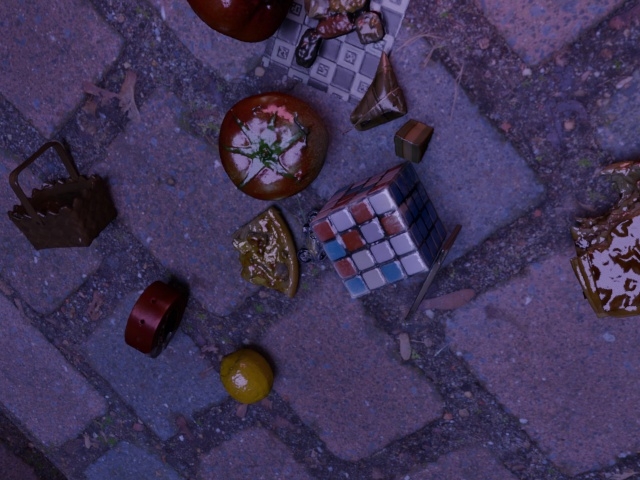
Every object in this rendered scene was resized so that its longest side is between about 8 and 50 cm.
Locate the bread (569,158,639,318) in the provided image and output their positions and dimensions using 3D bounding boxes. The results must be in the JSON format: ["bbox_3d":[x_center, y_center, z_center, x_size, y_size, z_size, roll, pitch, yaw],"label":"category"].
[{"bbox_3d":[0.780,-0.015,1.554,0.314,0.191,0.369,-15,96,32],"label":"bread"}]

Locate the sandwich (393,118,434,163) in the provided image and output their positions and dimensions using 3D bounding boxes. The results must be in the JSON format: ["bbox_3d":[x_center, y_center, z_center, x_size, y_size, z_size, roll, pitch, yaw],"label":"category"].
[{"bbox_3d":[0.232,-0.239,1.672,0.079,0.163,0.113,24,121,10],"label":"sandwich"}]

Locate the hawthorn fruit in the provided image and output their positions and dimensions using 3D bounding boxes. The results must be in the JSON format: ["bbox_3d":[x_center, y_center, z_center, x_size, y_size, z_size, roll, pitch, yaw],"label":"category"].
[{"bbox_3d":[-0.211,-0.650,1.593,0.312,0.295,0.294,3,115,26],"label":"hawthorn fruit"}]

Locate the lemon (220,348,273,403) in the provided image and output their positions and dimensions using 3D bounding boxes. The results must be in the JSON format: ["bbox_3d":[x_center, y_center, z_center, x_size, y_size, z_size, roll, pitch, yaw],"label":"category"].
[{"bbox_3d":[-0.255,0.471,2.195,0.181,0.181,0.193,-24,82,29],"label":"lemon"}]

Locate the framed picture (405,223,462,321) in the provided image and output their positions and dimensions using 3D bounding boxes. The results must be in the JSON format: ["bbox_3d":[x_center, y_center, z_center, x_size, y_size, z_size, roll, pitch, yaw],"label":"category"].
[{"bbox_3d":[0.321,0.093,1.781,0.023,0.189,0.259,29,122,12],"label":"framed picture"}]

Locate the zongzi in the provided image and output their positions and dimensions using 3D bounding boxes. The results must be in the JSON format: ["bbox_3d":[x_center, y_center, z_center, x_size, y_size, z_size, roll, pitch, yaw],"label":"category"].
[{"bbox_3d":[0.123,-0.390,1.694,0.189,0.081,0.178,-16,103,28],"label":"zongzi"}]

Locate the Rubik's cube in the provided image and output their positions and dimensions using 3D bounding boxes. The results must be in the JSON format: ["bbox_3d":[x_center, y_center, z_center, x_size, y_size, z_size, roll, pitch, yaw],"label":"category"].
[{"bbox_3d":[0.164,-0.032,1.743,0.253,0.259,0.256,-22,104,30],"label":"Rubik's cube"}]

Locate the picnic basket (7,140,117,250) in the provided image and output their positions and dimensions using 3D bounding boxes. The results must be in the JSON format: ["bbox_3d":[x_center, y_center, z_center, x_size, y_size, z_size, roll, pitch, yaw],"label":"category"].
[{"bbox_3d":[-0.879,-0.140,2.105,0.291,0.254,0.321,-4,126,22],"label":"picnic basket"}]

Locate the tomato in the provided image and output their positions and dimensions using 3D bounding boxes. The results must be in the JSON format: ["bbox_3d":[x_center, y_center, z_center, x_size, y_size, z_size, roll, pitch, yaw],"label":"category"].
[{"bbox_3d":[-0.129,-0.268,1.760,0.304,0.239,0.303,3,111,8],"label":"tomato"}]

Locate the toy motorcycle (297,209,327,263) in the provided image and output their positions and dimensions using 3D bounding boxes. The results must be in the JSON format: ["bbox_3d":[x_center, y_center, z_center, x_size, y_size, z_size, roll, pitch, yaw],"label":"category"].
[{"bbox_3d":[0.000,0.000,1.939,0.124,0.061,0.193,20,119,8],"label":"toy motorcycle"}]

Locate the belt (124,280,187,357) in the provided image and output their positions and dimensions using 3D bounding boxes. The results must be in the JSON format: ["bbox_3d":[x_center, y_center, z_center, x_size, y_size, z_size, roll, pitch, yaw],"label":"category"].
[{"bbox_3d":[-0.569,0.281,2.203,0.115,0.227,0.323,30,140,6],"label":"belt"}]

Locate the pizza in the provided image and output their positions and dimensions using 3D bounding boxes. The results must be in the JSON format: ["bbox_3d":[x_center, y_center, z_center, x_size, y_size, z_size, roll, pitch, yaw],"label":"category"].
[{"bbox_3d":[-0.184,0.046,2.022,0.223,0.089,0.323,-4,112,20],"label":"pizza"}]

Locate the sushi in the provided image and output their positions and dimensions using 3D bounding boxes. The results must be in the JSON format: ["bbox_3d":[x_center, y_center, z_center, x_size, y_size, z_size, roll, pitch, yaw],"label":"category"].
[{"bbox_3d":[0.025,-0.559,1.662,0.343,0.064,0.359,26,121,8],"label":"sushi"}]
